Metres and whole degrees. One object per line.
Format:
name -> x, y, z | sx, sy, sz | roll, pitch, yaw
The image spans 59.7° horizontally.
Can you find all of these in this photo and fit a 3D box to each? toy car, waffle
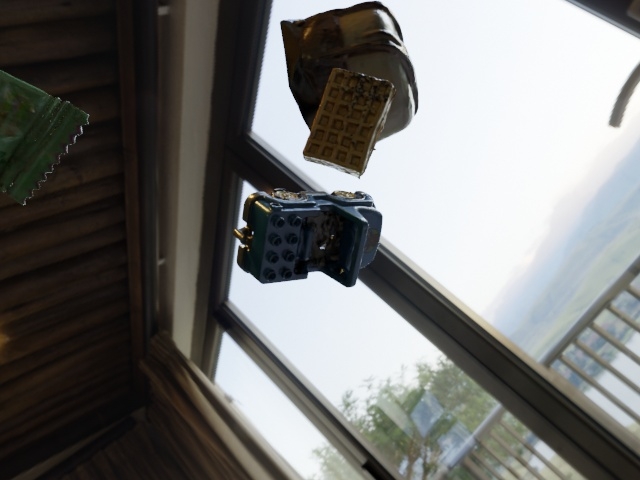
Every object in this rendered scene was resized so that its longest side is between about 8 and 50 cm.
toy car -> 0.000, 0.000, 0.644 | 0.191, 0.100, 0.097 | -5, -64, -35
waffle -> 0.041, -0.172, 0.814 | 0.042, 0.102, 0.148 | 44, -115, -74

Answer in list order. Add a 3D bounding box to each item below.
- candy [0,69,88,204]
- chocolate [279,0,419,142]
candy -> -0.647, -0.253, 0.993 | 0.263, 0.398, 0.172 | -40, 20, 34
chocolate -> 0.072, -0.299, 0.993 | 0.186, 0.283, 0.283 | -19, -13, 21
